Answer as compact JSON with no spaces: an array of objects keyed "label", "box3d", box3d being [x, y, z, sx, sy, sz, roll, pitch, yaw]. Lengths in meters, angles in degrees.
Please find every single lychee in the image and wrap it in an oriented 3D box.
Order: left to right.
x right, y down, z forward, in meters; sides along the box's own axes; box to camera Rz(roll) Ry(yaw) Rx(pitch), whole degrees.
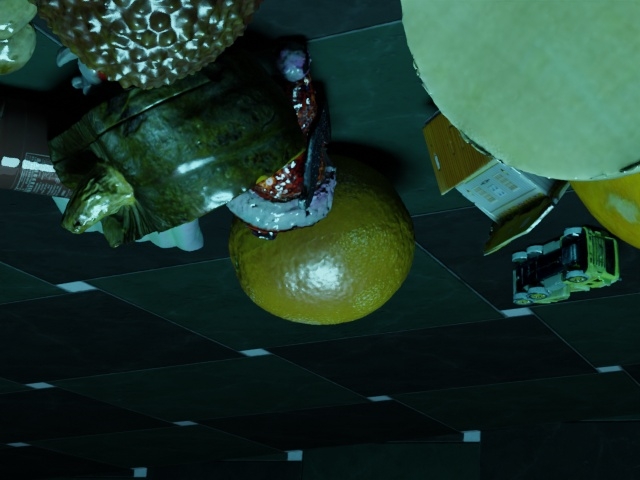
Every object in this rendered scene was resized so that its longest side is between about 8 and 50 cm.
[{"label":"lychee","box3d":[-0.112,-0.203,0.845,0.194,0.194,0.194,-1,162,0]}]

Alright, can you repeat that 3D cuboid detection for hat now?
[{"label":"hat","box3d":[-0.029,-0.111,1.260,0.129,0.140,0.227,33,143,15]}]

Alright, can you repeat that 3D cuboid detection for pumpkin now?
[{"label":"pumpkin","box3d":[-0.148,-0.074,1.156,0.248,0.131,0.126,-28,-169,21]}]

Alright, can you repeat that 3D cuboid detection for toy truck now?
[{"label":"toy truck","box3d":[0.336,0.042,1.759,0.100,0.077,0.169,12,156,-28]}]

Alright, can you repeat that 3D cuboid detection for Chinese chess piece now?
[{"label":"Chinese chess piece","box3d":[0.172,-0.162,0.877,0.249,0.250,0.103,-18,-169,41]}]

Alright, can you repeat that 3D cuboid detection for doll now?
[{"label":"doll","box3d":[-0.153,-0.172,1.115,0.194,0.062,0.104,-25,-178,38]}]

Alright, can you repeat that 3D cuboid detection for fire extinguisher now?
[{"label":"fire extinguisher","box3d":[-0.220,-0.082,1.320,0.269,0.105,0.105,8,160,-25]}]

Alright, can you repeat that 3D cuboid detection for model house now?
[{"label":"model house","box3d":[0.179,-0.107,1.267,0.136,0.207,0.219,39,165,-5]}]

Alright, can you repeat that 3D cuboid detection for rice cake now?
[{"label":"rice cake","box3d":[-0.220,-0.036,1.492,0.189,0.037,0.198,13,166,-7]}]

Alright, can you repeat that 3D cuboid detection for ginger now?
[{"label":"ginger","box3d":[-0.257,-0.194,0.992,0.080,0.104,0.204,43,162,6]}]

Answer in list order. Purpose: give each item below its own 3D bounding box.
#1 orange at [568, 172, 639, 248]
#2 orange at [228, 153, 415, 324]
[{"label":"orange","box3d":[0.309,-0.109,1.022,0.261,0.261,0.261,-1,162,0]},{"label":"orange","box3d":[0.000,0.000,1.430,0.206,0.206,0.206,-1,162,0]}]
